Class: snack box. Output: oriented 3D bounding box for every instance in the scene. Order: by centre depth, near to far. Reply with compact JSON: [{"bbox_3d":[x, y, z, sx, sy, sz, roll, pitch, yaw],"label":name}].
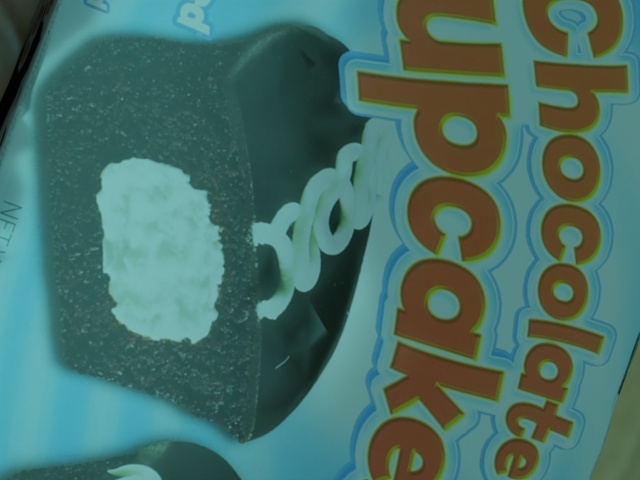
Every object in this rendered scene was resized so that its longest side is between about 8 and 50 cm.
[{"bbox_3d":[0.000,0.000,0.364,0.187,0.060,0.321,21,86,-19],"label":"snack box"}]
